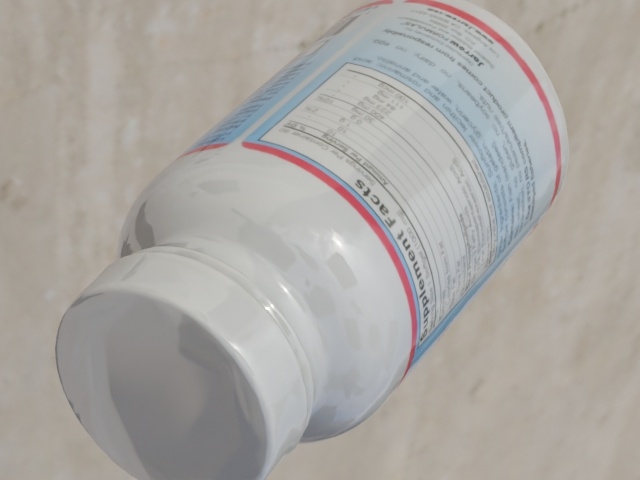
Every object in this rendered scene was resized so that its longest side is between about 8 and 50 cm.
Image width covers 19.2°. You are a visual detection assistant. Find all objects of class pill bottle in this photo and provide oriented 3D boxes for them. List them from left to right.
[{"bbox_3d":[0.000,0.000,0.525,0.160,0.087,0.087,-45,156,-45],"label":"pill bottle"}]
